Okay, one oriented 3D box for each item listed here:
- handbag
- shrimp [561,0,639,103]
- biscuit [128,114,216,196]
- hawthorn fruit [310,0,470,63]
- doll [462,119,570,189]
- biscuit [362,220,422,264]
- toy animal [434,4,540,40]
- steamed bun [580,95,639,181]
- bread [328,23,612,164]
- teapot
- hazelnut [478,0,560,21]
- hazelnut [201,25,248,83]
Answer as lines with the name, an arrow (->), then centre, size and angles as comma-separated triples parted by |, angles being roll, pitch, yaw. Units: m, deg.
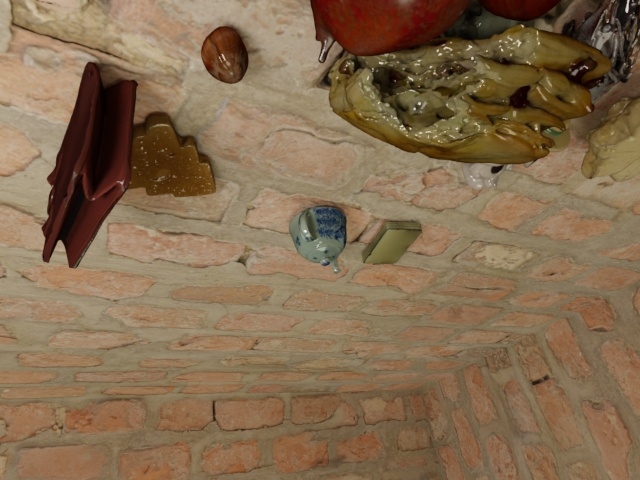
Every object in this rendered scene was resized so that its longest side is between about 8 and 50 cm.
handbag -> -0.396, -0.121, 0.759 | 0.084, 0.260, 0.275 | 14, 141, -38
shrimp -> 0.515, -0.355, 0.807 | 0.145, 0.116, 0.343 | -15, 155, 6
biscuit -> -0.319, -0.156, 0.932 | 0.212, 0.041, 0.238 | -38, 139, 27
hawthorn fruit -> 0.074, -0.341, 0.608 | 0.248, 0.208, 0.208 | -32, 142, 33
doll -> 0.412, -0.208, 0.973 | 0.208, 0.144, 0.271 | -18, 166, 15
biscuit -> 0.211, 0.010, 1.354 | 0.121, 0.040, 0.199 | 0, 148, -21
toy animal -> 0.294, -0.366, 0.766 | 0.217, 0.073, 0.176 | -10, 164, 7
steamed bun -> 0.734, -0.255, 1.016 | 0.292, 0.137, 0.295 | 15, 147, -42
bread -> 0.218, -0.226, 0.740 | 0.370, 0.191, 0.314 | -1, -169, -18
teapot -> 0.000, 0.000, 1.174 | 0.159, 0.159, 0.232 | -21, 147, 15
hazelnut -> 0.273, -0.412, 0.573 | 0.181, 0.212, 0.181 | 23, 167, -24
hazelnut -> -0.154, -0.295, 0.727 | 0.086, 0.086, 0.086 | -8, 148, -5
